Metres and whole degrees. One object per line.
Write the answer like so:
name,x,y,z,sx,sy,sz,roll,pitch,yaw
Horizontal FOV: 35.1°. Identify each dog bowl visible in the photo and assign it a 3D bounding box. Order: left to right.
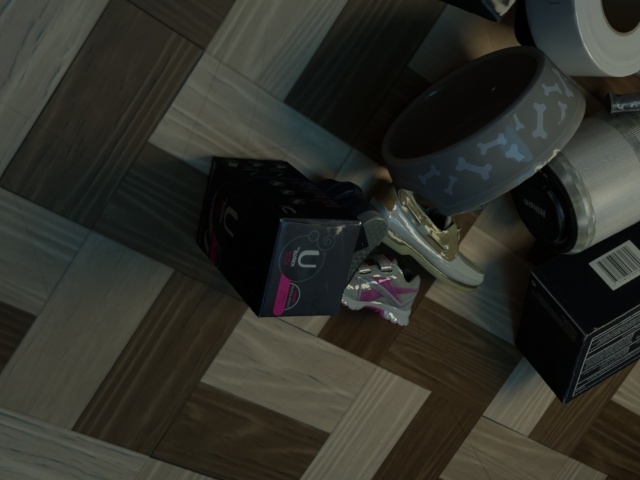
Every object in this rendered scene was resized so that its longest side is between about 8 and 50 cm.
dog bowl,0.251,-0.187,1.649,0.349,0.349,0.102,-40,113,-5

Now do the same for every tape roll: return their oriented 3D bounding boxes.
tape roll,0.461,-0.412,1.664,0.286,0.100,0.286,-10,105,-40

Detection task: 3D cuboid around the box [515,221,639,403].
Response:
box,0.564,0.131,2.010,0.296,0.183,0.294,-27,147,-15

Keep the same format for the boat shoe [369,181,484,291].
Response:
boat shoe,0.207,-0.003,1.844,0.302,0.113,0.103,30,103,-35

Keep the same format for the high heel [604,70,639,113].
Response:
high heel,0.605,-0.361,1.839,0.186,0.093,0.261,-4,87,1

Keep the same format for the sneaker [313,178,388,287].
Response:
sneaker,0.002,0.000,1.714,0.226,0.163,0.086,-47,136,14

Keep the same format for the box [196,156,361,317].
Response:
box,-0.074,-0.010,1.589,0.143,0.270,0.165,1,112,-30

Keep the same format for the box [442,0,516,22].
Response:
box,0.196,-0.654,1.402,0.480,0.297,0.472,39,91,-35

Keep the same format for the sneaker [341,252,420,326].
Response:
sneaker,0.082,0.067,1.827,0.252,0.103,0.111,21,98,-41

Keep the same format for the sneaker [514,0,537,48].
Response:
sneaker,0.408,-0.462,1.751,0.145,0.090,0.270,-5,102,-50

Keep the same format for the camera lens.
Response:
camera lens,0.510,-0.115,1.887,0.274,0.219,0.219,-25,123,-16

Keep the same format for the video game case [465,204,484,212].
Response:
video game case,0.288,-0.126,1.846,0.143,0.019,0.157,-13,123,-57
